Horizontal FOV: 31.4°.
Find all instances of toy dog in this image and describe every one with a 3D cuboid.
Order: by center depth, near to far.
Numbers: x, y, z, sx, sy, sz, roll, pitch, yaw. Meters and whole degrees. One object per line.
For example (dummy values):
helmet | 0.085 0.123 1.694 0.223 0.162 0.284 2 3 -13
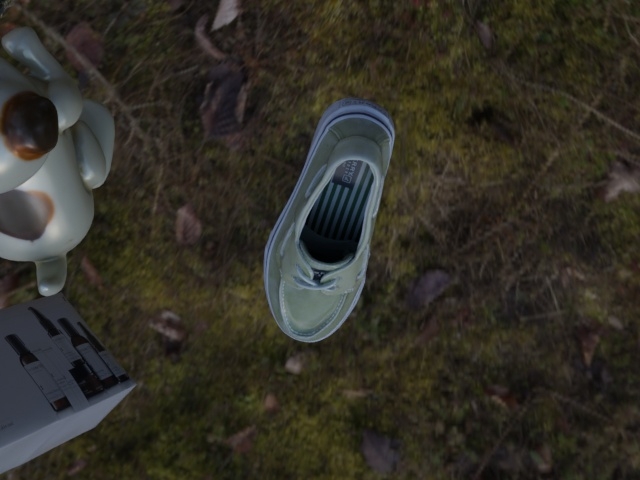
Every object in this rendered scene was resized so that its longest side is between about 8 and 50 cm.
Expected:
toy dog | -0.498 -0.132 1.745 0.284 0.408 0.395 -2 73 1

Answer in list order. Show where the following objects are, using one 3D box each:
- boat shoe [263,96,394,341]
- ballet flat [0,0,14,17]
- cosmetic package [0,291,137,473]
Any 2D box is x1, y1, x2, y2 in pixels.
boat shoe | 0.000 0.000 1.131 0.109 0.094 0.302 14 129 1
ballet flat | -0.445 -0.414 1.568 0.182 0.483 0.164 -12 128 45
cosmetic package | -0.224 0.103 0.775 0.060 0.239 0.099 -45 82 17
